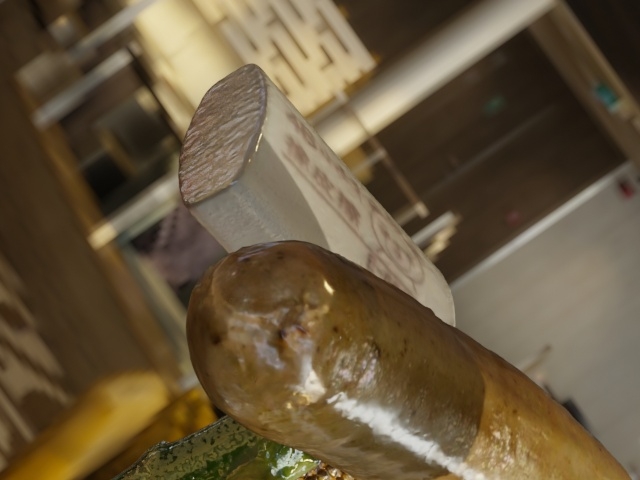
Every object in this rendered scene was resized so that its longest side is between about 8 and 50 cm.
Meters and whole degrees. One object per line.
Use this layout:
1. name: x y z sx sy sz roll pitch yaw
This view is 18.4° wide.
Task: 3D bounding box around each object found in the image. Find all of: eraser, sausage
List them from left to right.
1. eraser: 0.000 0.000 1.626 0.270 0.095 0.174 47 26 -27
2. sausage: 0.079 0.124 1.322 0.501 0.123 0.136 36 6 -47

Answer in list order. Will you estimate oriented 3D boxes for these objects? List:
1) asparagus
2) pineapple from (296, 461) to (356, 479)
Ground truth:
1. asparagus: -0.126 0.188 1.347 0.067 0.278 0.060 58 8 -4
2. pineapple: -0.044 0.229 1.859 0.221 0.083 0.103 9 21 -43
